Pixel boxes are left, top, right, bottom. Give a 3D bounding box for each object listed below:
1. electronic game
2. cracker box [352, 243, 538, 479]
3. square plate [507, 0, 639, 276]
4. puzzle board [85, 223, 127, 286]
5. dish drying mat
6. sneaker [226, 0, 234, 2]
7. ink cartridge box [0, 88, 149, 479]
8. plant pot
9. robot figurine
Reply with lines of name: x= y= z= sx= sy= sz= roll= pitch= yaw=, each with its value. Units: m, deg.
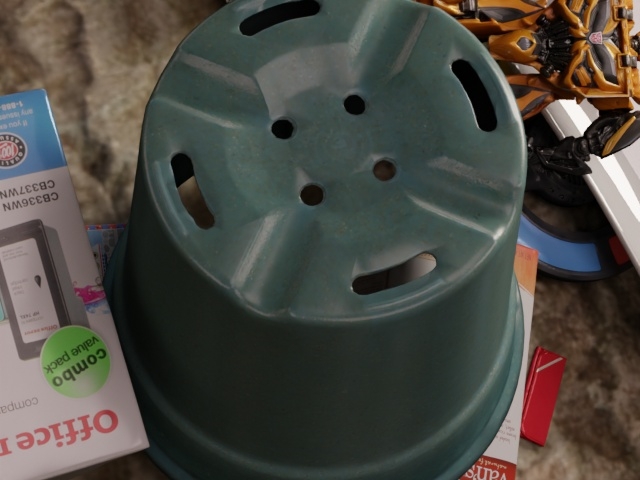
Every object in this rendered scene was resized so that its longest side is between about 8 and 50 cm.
electronic game: x=0.222 y=-0.075 z=1.787 sx=0.229 sy=0.048 sz=0.229 roll=6 pitch=74 yaw=-24
cracker box: x=0.094 y=0.101 z=1.661 sx=0.155 sy=0.067 sz=0.232 roll=18 pitch=71 yaw=-31
square plate: x=0.374 y=-0.133 z=1.759 sx=0.344 sy=0.049 sz=0.347 roll=-30 pitch=85 yaw=-5
puzzle board: x=-0.147 y=0.048 z=1.605 sx=0.096 sy=0.011 sz=0.128 roll=-3 pitch=78 yaw=-26
dish drying mat: x=0.193 y=0.136 z=1.743 sx=0.032 sy=0.008 sz=0.083 roll=24 pitch=68 yaw=-19
sneaker: x=-0.059 y=-0.349 z=1.701 sx=0.146 sy=0.102 sz=0.293 roll=-20 pitch=92 yaw=-30
ink cartridge box: x=-0.276 y=0.060 z=1.436 sx=0.198 sy=0.197 sz=0.270 roll=-15 pitch=84 yaw=-27
plant pot: x=0.000 y=0.000 z=1.433 sx=0.341 sy=0.334 sz=0.341 roll=1 pitch=66 yaw=-2
robot figurine: x=0.147 y=-0.156 z=1.695 sx=0.291 sy=0.085 sz=0.211 roll=-5 pitch=83 yaw=1
